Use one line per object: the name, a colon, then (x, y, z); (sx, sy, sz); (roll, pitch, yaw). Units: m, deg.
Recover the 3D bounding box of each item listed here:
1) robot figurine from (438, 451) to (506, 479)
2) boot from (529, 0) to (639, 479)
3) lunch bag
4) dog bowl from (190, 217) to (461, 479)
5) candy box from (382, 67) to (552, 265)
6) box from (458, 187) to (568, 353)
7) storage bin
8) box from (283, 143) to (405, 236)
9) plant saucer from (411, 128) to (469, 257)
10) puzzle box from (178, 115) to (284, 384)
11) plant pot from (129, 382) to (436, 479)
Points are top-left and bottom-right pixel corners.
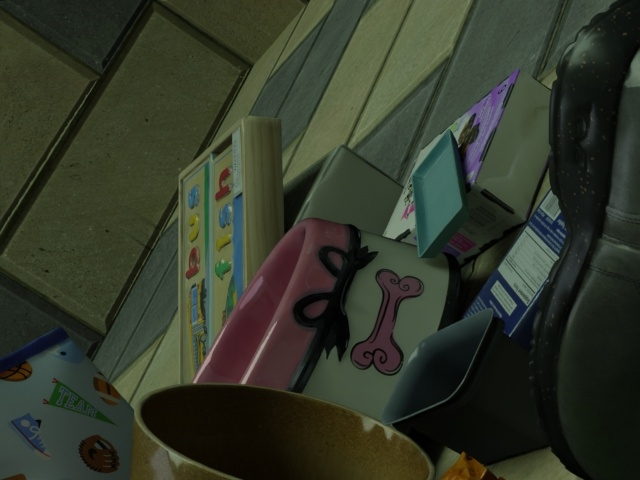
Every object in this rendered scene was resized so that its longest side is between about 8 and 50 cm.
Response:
robot figurine: (0.055, 0.288, 1.021); (0.291, 0.085, 0.211); (-56, 11, -3)
boot: (0.229, 0.049, 0.806); (0.222, 0.338, 0.118); (28, 53, 37)
lunch bag: (-0.339, 0.323, 1.629); (0.239, 0.328, 0.385); (-52, -12, 30)
dog bowl: (-0.033, 0.157, 1.484); (0.408, 0.150, 0.408); (-58, 8, 13)
candy box: (0.154, -0.060, 1.586); (0.196, 0.070, 0.165); (-40, 21, 52)
box: (0.169, 0.055, 1.302); (0.225, 0.036, 0.136); (-55, 12, 9)
storage bin: (0.126, 0.116, 1.182); (0.135, 0.091, 0.098); (-33, 26, 60)
box: (0.000, 0.000, 1.906); (0.148, 0.127, 0.232); (-62, 13, -23)
plant saucer: (0.117, -0.045, 1.490); (0.067, 0.018, 0.192); (-52, 14, 22)
puzzle box: (-0.114, 0.079, 1.866); (0.272, 0.052, 0.409); (147, 125, -64)
plant pot: (-0.051, 0.270, 1.204); (0.237, 0.237, 0.254); (-113, 33, -76)
